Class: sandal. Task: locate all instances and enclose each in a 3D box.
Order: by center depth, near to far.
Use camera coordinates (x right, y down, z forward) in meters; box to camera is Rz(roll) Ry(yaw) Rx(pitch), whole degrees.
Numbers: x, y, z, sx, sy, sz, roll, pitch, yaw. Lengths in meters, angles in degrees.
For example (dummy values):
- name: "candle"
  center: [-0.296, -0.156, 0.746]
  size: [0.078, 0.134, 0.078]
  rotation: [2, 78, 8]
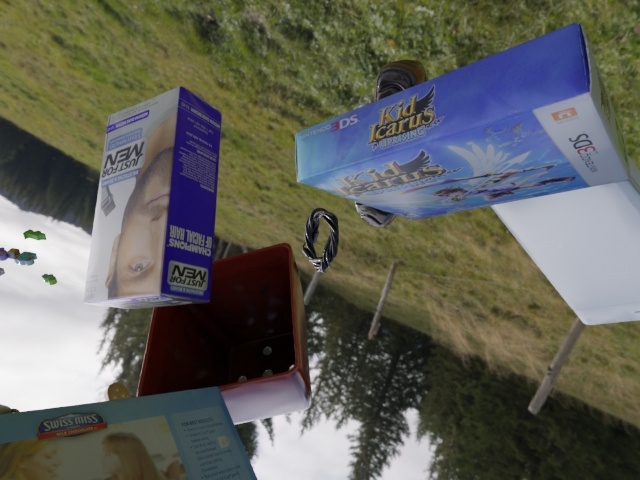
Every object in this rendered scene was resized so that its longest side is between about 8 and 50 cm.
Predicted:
- name: "sandal"
  center: [-0.492, 0.470, 1.185]
  size: [0.240, 0.079, 0.088]
  rotation: [54, -153, 20]

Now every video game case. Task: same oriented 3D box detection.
- name: "video game case"
  center: [0.153, -0.088, 0.477]
  size: [0.270, 0.061, 0.244]
  rotation: [-11, 165, 38]

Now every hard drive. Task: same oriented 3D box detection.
- name: "hard drive"
  center: [0.347, -0.027, 0.607]
  size: [0.307, 0.040, 0.203]
  rotation: [52, 157, 2]

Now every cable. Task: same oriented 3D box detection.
- name: "cable"
  center: [0.000, 0.000, 1.225]
  size: [0.047, 0.184, 0.150]
  rotation: [0, -132, -28]

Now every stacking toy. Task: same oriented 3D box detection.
- name: "stacking toy"
  center: [-0.852, 0.044, 1.247]
  size: [0.221, 0.167, 0.052]
  rotation: [7, -147, 4]

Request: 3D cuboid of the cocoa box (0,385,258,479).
- name: "cocoa box"
  center: [-0.264, 0.336, 0.506]
  size: [0.347, 0.228, 0.231]
  rotation: [13, -145, -51]

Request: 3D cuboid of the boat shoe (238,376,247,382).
- name: "boat shoe"
  center: [-0.244, 0.362, 1.080]
  size: [0.132, 0.130, 0.355]
  rotation: [-20, -176, 24]

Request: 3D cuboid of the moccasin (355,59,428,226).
- name: "moccasin"
  center: [0.161, -0.207, 1.019]
  size: [0.139, 0.380, 0.147]
  rotation: [17, -149, 28]

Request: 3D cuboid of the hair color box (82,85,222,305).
- name: "hair color box"
  center: [-0.274, -0.063, 0.751]
  size: [0.185, 0.338, 0.110]
  rotation: [-9, 164, 29]

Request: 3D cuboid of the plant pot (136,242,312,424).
- name: "plant pot"
  center: [-0.141, 0.204, 0.847]
  size: [0.267, 0.267, 0.235]
  rotation: [-14, 136, 7]

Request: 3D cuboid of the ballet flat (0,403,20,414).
- name: "ballet flat"
  center: [-0.605, 0.333, 0.812]
  size: [0.080, 0.073, 0.232]
  rotation: [1, 159, -16]
